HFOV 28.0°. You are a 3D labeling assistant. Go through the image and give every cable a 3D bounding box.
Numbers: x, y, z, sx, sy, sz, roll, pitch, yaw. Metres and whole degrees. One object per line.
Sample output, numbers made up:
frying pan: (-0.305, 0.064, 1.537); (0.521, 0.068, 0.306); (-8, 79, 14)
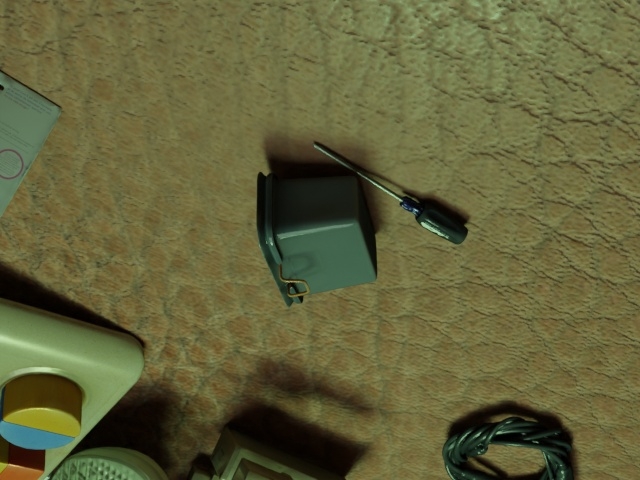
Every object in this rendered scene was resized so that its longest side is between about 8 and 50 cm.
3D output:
cable: (0.214, 0.252, 1.478); (0.151, 0.047, 0.184); (2, 143, 21)

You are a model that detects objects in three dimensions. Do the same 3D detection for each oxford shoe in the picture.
oxford shoe: (-0.271, 0.359, 1.645); (0.130, 0.169, 0.449); (-9, 161, -33)

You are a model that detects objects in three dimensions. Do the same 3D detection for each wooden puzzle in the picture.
wooden puzzle: (-0.415, 0.201, 1.462); (0.322, 0.080, 0.348); (20, 130, -28)

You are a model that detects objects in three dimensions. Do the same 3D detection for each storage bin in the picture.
storage bin: (0.000, 0.000, 1.189); (0.091, 0.098, 0.135); (-8, 145, 10)

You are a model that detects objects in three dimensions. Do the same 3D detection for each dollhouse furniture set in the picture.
dollhouse furniture set: (-0.102, 0.426, 1.520); (0.174, 0.355, 0.303); (25, 179, -12)

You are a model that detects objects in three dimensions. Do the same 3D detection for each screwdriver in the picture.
screwdriver: (0.063, -0.044, 1.181); (0.170, 0.024, 0.025); (30, 168, -10)

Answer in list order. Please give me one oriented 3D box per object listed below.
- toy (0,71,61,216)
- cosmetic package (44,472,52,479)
toy: (-0.353, -0.052, 1.153); (0.137, 0.237, 0.056); (33, 164, -24)
cosmetic package: (-0.450, 0.308, 1.720); (0.099, 0.060, 0.239); (36, 136, -22)
